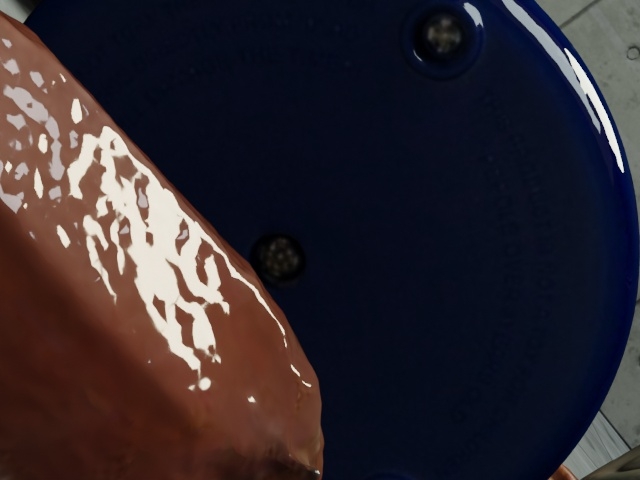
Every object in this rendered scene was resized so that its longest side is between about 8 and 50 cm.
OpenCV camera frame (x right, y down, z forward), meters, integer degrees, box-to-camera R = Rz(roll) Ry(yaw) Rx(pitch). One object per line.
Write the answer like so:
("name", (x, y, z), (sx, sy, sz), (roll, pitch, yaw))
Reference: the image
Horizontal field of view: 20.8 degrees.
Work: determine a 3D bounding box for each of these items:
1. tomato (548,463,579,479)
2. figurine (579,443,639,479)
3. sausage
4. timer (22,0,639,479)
("tomato", (0.120, 0.222, 1.119), (0.228, 0.101, 0.228), (47, 19, -21))
("figurine", (0.273, 0.248, 0.909), (0.377, 0.266, 0.361), (-27, 93, -46))
("sausage", (-0.108, 0.020, 0.556), (0.254, 0.148, 0.148), (56, 7, -23))
("timer", (0.019, -0.034, 0.833), (0.270, 0.270, 0.383), (53, 17, -4))
